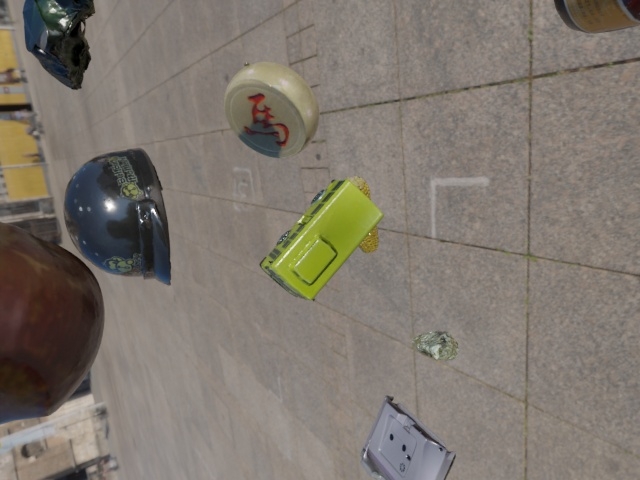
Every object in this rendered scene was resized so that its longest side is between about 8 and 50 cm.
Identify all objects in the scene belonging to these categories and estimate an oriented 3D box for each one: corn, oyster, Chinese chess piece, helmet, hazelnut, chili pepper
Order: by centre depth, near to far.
[{"bbox_3d":[-0.352,0.083,0.433,0.218,0.234,0.218,-20,59,38],"label":"hazelnut"},{"bbox_3d":[-0.390,-0.365,0.662,0.148,0.116,0.264,45,121,13],"label":"chili pepper"},{"bbox_3d":[-0.373,-0.036,0.788,0.278,0.160,0.230,64,146,29],"label":"helmet"},{"bbox_3d":[-0.134,-0.351,1.184,0.273,0.102,0.273,18,144,13],"label":"Chinese chess piece"},{"bbox_3d":[0.321,0.290,1.202,0.177,0.125,0.064,-159,61,-76],"label":"oyster"},{"bbox_3d":[0.130,-0.081,1.388,0.091,0.091,0.260,24,136,55],"label":"corn"}]

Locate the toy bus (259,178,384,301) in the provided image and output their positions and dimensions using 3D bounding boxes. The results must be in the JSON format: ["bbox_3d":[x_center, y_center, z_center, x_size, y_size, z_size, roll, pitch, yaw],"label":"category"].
[{"bbox_3d":[0.000,0.000,0.933,0.128,0.262,0.150,43,173,-15],"label":"toy bus"}]

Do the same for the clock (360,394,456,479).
[{"bbox_3d":[0.201,0.526,1.070,0.253,0.083,0.186,24,91,60],"label":"clock"}]

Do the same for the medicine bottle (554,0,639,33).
[{"bbox_3d":[0.688,-0.554,0.836,0.395,0.243,0.242,-150,54,-62],"label":"medicine bottle"}]
